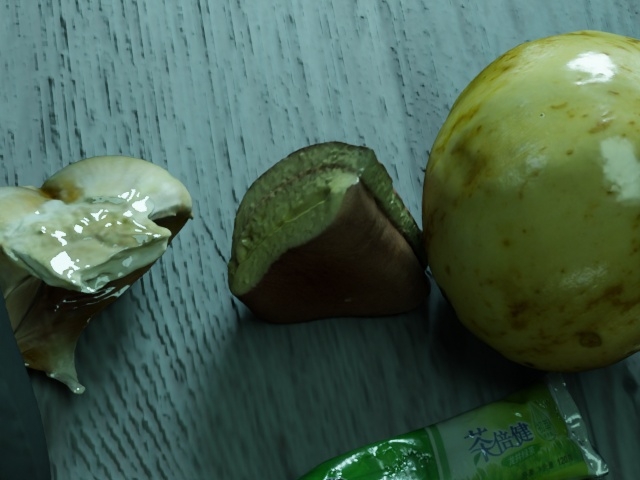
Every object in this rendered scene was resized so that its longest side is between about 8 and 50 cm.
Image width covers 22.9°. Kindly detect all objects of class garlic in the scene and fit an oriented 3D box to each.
[{"bbox_3d":[-0.150,0.009,0.921,0.174,0.099,0.124,-27,54,-36],"label":"garlic"}]

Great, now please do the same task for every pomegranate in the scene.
[{"bbox_3d":[0.172,-0.025,0.983,0.215,0.215,0.215,10,59,-16],"label":"pomegranate"}]

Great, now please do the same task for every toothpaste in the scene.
[{"bbox_3d":[0.066,0.143,0.953,0.248,0.047,0.078,-14,70,-30],"label":"toothpaste"}]

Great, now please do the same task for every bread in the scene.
[{"bbox_3d":[0.000,-0.001,0.964,0.119,0.192,0.067,-18,66,7],"label":"bread"}]

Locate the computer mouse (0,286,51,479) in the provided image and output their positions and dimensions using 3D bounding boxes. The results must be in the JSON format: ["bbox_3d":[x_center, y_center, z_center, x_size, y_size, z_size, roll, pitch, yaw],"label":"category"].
[{"bbox_3d":[-0.224,0.076,0.815,0.138,0.086,0.269,-24,70,13],"label":"computer mouse"}]
